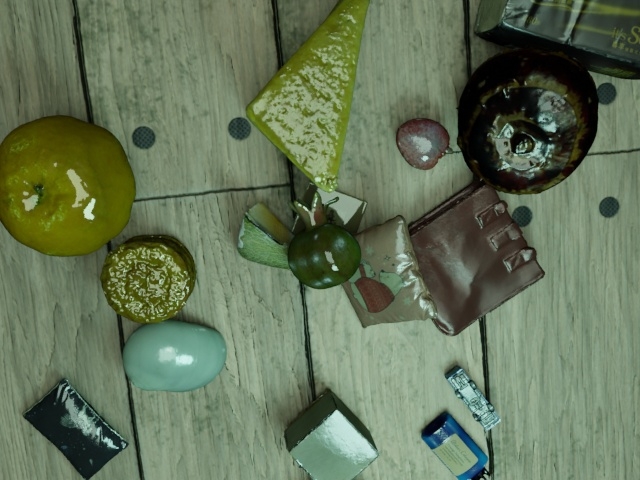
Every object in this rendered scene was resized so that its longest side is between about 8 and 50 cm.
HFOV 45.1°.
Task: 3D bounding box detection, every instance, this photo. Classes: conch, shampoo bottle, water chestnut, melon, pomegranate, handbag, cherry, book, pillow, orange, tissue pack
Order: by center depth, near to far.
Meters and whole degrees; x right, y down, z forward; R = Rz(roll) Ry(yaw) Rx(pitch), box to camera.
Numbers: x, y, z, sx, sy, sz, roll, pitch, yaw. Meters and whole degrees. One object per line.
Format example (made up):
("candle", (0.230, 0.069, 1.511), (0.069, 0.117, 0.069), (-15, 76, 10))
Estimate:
("orange", (-0.495, -0.104, 1.497), (0.279, 0.235, 0.279), (2, 102, 9))
("pomegranate", (0.000, 0.000, 1.531), (0.131, 0.152, 0.191), (-19, 90, -45))
("tissue pack", (0.509, -0.456, 1.545), (0.369, 0.210, 0.198), (13, 104, -9))
("water chestnut", (0.415, -0.248, 1.549), (0.300, 0.300, 0.300), (-1, 100, -5))
("pillow", (0.123, 0.074, 1.602), (0.223, 0.084, 0.236), (-12, 105, 42))
("melon", (-0.113, 0.005, 1.626), (0.139, 0.093, 0.202), (-28, 123, 33))
("cherry", (0.252, -0.181, 1.626), (0.225, 0.090, 0.107), (30, 80, -18))
("conch", (-0.309, 0.256, 1.641), (0.221, 0.121, 0.185), (-3, 129, -9))
("book", (0.005, -0.014, 1.663), (0.138, 0.016, 0.199), (20, 98, -8))
("handbag", (0.314, 0.041, 1.668), (0.275, 0.084, 0.260), (-36, 100, 1))
("pillow", (-0.530, 0.410, 1.668), (0.141, 0.055, 0.208), (-40, 100, 11))
("shampoo bottle", (0.316, 0.484, 1.759), (0.087, 0.050, 0.183), (-41, 101, -1))

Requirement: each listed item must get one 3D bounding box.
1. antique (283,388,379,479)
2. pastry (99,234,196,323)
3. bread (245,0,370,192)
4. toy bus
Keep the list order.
("antique", (0.020, 0.432, 1.673), (0.146, 0.148, 0.152), (-41, 101, 3))
("pastry", (-0.355, 0.077, 1.601), (0.188, 0.103, 0.189), (-1, 99, -4))
("bread", (0.042, -0.304, 1.505), (0.245, 0.233, 0.362), (42, 92, -6))
("toy bus", (0.342, 0.353, 1.734), (0.051, 0.061, 0.153), (-37, 99, 3))
